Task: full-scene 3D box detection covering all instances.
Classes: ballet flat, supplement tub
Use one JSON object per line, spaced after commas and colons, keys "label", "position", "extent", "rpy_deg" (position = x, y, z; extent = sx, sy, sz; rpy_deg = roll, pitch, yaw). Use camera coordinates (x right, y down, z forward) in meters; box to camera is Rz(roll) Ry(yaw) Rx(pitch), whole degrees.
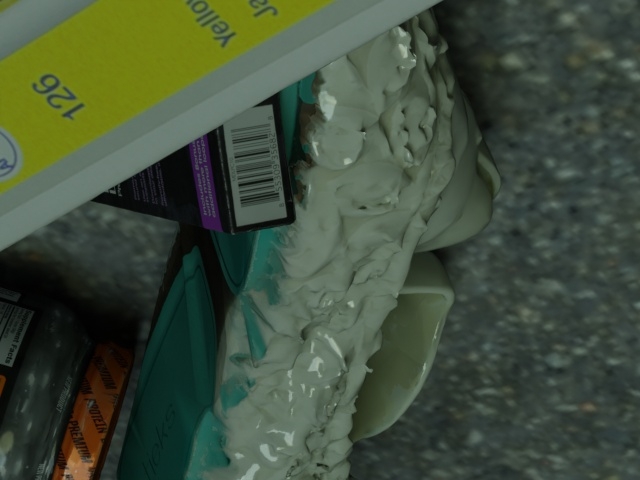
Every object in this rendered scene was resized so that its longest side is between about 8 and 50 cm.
{"label": "ballet flat", "position": [0.000, 0.000, 0.784], "extent": [0.147, 0.147, 0.409], "rpy_deg": [16, 138, -1]}
{"label": "supplement tub", "position": [-0.192, 0.069, 0.885], "extent": [0.190, 0.117, 0.117], "rpy_deg": [18, 135, -3]}

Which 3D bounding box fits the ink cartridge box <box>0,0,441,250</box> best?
{"label": "ink cartridge box", "position": [-0.060, -0.113, 0.541], "extent": [0.307, 0.303, 0.072], "rpy_deg": [-24, 122, 32]}

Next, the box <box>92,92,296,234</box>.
{"label": "box", "position": [-0.060, -0.067, 0.679], "extent": [0.029, 0.162, 0.116], "rpy_deg": [-11, 100, -23]}
